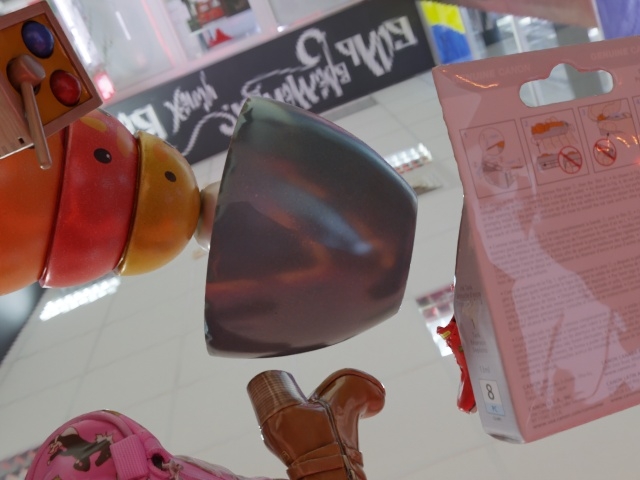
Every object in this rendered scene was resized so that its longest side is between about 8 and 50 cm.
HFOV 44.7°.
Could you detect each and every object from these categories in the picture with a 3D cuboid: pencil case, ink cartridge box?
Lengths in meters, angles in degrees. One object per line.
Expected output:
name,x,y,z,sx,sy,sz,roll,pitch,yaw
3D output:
pencil case,-0.145,0.312,0.876,0.167,0.386,0.160,18,-106,36
ink cartridge box,0.280,-0.012,0.844,0.308,0.385,0.091,-13,177,-18

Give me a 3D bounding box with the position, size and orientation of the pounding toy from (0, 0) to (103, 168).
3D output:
pounding toy,-0.274,-0.137,0.715,0.100,0.130,0.141,-15,-158,29

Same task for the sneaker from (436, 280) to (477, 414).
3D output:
sneaker,0.290,0.209,1.584,0.118,0.279,0.107,8,171,-9

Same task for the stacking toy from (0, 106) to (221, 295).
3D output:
stacking toy,-0.297,-0.063,1.111,0.479,0.351,0.350,6,-172,-25

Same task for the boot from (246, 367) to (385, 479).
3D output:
boot,0.035,0.298,1.157,0.109,0.283,0.220,-48,-130,19

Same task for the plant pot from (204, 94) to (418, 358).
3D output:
plant pot,0.000,0.000,0.861,0.195,0.290,0.290,10,-156,2
